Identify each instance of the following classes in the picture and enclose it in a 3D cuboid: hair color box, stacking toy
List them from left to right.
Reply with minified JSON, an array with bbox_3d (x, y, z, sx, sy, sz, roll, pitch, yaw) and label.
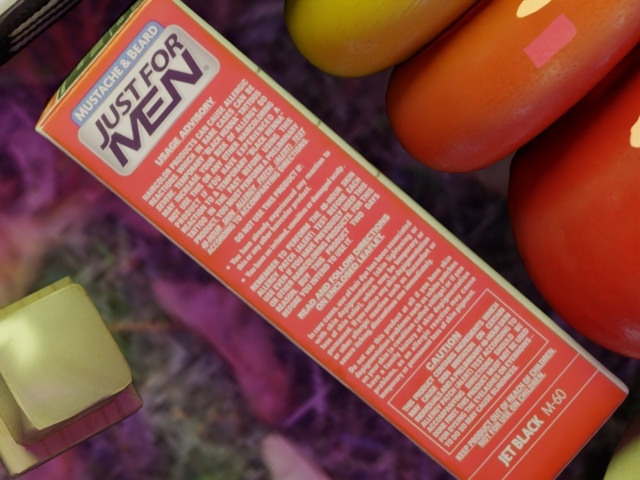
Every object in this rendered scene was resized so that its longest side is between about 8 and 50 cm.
[{"bbox_3d":[0.000,0.000,0.519,0.167,0.093,0.053,42,92,-10],"label":"hair color box"},{"bbox_3d":[0.011,-0.097,0.466,0.141,0.141,0.330,-42,96,1],"label":"stacking toy"}]

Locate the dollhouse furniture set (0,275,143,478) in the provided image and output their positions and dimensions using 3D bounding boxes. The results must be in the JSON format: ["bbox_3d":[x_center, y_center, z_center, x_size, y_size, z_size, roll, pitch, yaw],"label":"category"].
[{"bbox_3d":[-0.131,0.242,0.523,0.303,0.174,0.355,-26,83,-26],"label":"dollhouse furniture set"}]

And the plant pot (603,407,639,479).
[{"bbox_3d":[0.216,0.114,0.474,0.274,0.256,0.256,2,101,30],"label":"plant pot"}]

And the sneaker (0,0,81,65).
[{"bbox_3d":[-0.175,-0.062,0.494,0.228,0.086,0.132,-42,94,-16],"label":"sneaker"}]
